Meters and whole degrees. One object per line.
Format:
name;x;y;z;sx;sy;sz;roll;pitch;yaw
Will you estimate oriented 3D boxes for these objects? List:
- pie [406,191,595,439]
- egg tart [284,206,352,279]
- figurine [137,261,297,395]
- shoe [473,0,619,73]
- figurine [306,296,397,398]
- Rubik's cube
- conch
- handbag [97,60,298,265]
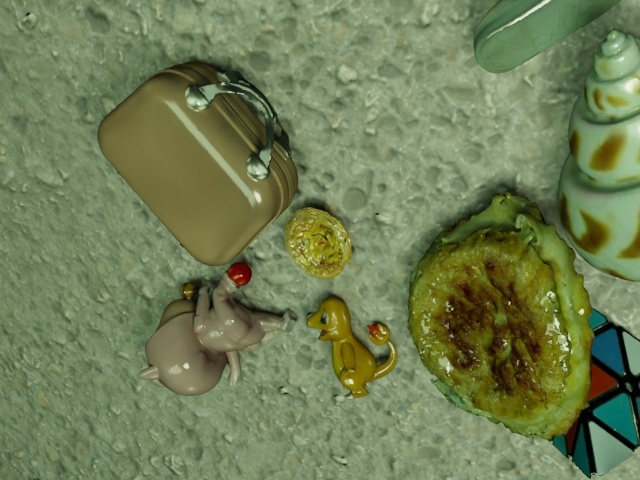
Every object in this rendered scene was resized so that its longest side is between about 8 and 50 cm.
pie;0.254;0.115;1.016;0.288;0.102;0.355;-13;90;54
egg tart;0.000;0.000;1.170;0.128;0.049;0.129;14;121;24
figurine;-0.199;0.164;1.308;0.287;0.176;0.186;-38;56;19
shoe;0.283;-0.310;0.856;0.251;0.103;0.100;-37;55;22
figurine;0.060;0.173;1.223;0.122;0.121;0.176;-27;95;4
Rubik's cube;0.385;0.233;1.114;0.250;0.284;0.234;58;150;17
conch;0.389;-0.086;0.865;0.249;0.197;0.368;-1;114;43
handbag;-0.167;-0.138;1.110;0.283;0.149;0.302;-36;97;37
